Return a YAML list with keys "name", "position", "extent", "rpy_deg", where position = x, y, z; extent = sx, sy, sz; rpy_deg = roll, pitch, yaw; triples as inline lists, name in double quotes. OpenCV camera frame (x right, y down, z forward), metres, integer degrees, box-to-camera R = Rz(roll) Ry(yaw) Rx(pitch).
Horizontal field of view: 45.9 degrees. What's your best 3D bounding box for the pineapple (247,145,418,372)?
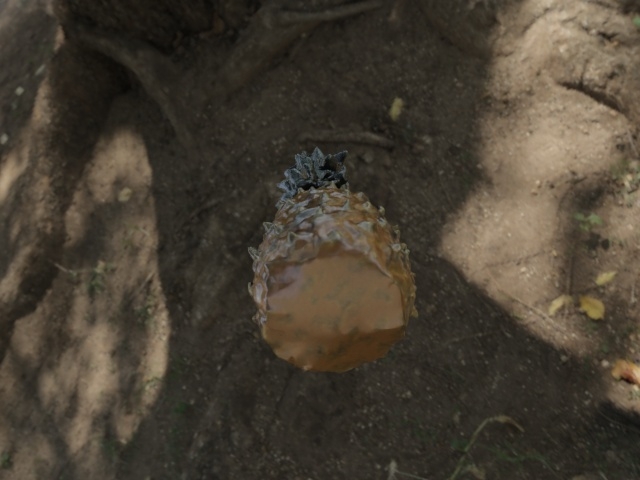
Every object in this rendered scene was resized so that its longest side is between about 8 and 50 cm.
- name: "pineapple"
  position: [0.000, 0.000, 0.744]
  extent: [0.158, 0.158, 0.278]
  rpy_deg: [-36, 26, 12]
